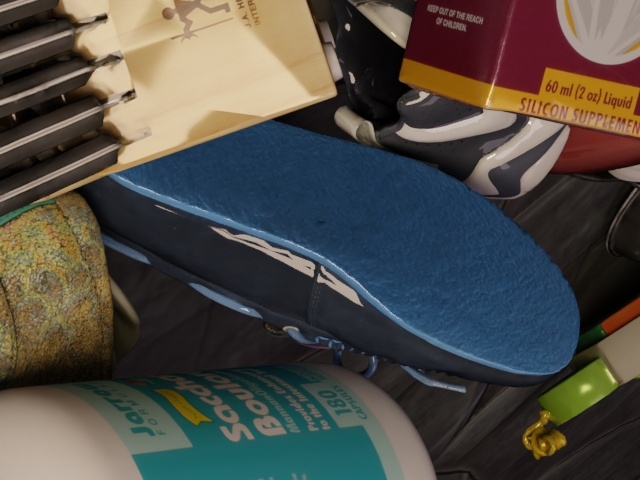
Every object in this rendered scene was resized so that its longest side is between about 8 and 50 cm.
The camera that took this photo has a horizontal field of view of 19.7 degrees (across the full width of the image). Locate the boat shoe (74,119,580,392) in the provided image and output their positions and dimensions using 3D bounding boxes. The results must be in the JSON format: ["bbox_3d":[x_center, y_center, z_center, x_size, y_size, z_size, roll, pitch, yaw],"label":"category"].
[{"bbox_3d":[0.000,0.000,0.886,0.089,0.258,0.109,-52,-168,55],"label":"boat shoe"}]

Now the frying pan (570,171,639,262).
[{"bbox_3d":[0.288,-0.064,1.377,0.197,0.053,0.326,-42,159,3],"label":"frying pan"}]

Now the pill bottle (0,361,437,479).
[{"bbox_3d":[-0.079,0.131,0.791,0.264,0.146,0.146,-1,135,-48],"label":"pill bottle"}]

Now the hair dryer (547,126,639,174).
[{"bbox_3d":[0.198,-0.086,1.014,0.223,0.080,0.293,-10,-178,7],"label":"hair dryer"}]

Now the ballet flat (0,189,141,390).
[{"bbox_3d":[-0.138,0.087,0.932,0.123,0.123,0.348,-31,153,-20],"label":"ballet flat"}]

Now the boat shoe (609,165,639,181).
[{"bbox_3d":[0.308,-0.106,1.274,0.267,0.096,0.088,-25,156,-28],"label":"boat shoe"}]

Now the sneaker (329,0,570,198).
[{"bbox_3d":[0.079,-0.135,0.881,0.153,0.094,0.235,7,120,-46],"label":"sneaker"}]

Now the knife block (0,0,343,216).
[{"bbox_3d":[-0.118,-0.061,0.672,0.242,0.088,0.276,-18,-171,3],"label":"knife block"}]

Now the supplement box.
[{"bbox_3d":[0.115,-0.146,0.804,0.104,0.081,0.188,8,99,-29],"label":"supplement box"}]

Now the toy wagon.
[{"bbox_3d":[0.297,0.056,1.487,0.344,0.068,0.267,-33,174,-10],"label":"toy wagon"}]

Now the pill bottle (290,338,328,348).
[{"bbox_3d":[-0.004,0.010,1.019,0.087,0.087,0.160,-41,157,2],"label":"pill bottle"}]
